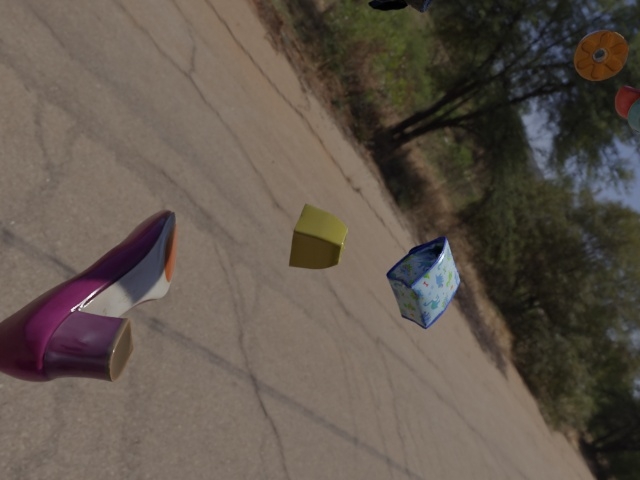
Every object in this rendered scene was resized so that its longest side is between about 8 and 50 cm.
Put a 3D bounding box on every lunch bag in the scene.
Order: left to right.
[{"bbox_3d":[0.223,0.081,1.437,0.096,0.151,0.129,28,-30,48],"label":"lunch bag"}]

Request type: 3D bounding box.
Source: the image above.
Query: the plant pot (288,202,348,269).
[{"bbox_3d":[0.000,0.000,1.168,0.081,0.083,0.081,-70,172,-50],"label":"plant pot"}]

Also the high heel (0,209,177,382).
[{"bbox_3d":[-0.321,0.051,0.984,0.377,0.181,0.127,-79,175,-62],"label":"high heel"}]

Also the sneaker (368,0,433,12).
[{"bbox_3d":[0.155,-0.428,1.109,0.089,0.170,0.051,33,-9,16],"label":"sneaker"}]

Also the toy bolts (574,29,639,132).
[{"bbox_3d":[0.611,-0.299,1.325,0.158,0.218,0.229,-82,160,-54],"label":"toy bolts"}]
